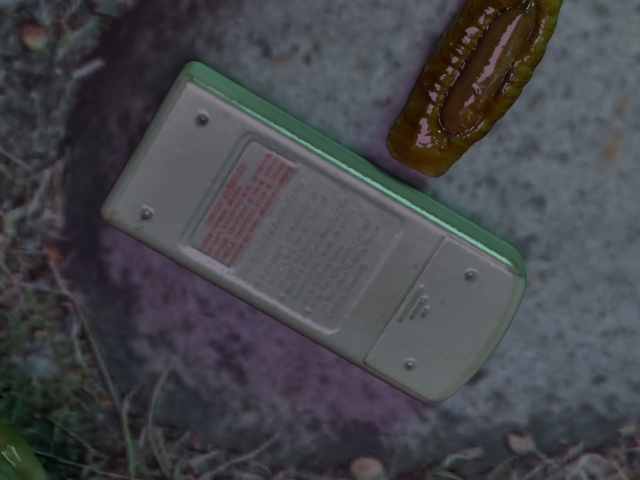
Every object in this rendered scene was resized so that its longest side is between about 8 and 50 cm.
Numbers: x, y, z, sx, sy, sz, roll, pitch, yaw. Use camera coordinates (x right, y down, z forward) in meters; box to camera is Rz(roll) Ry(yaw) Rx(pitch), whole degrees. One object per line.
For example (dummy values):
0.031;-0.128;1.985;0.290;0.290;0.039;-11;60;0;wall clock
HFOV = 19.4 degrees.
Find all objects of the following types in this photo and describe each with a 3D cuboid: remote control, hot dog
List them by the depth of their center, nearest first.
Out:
0.076;-0.085;0.820;0.044;0.028;0.137;29;109;-13;hot dog
0.000;0.000;0.855;0.190;0.029;0.087;29;110;-6;remote control

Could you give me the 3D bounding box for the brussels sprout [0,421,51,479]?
-0.271;0.170;0.843;0.316;0.242;0.274;29;86;-11;brussels sprout
